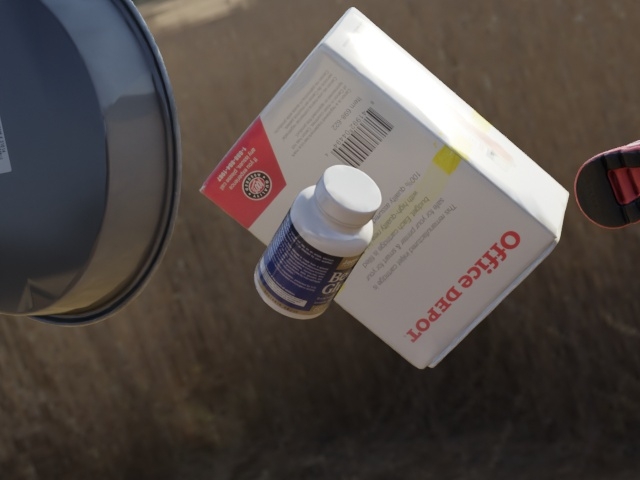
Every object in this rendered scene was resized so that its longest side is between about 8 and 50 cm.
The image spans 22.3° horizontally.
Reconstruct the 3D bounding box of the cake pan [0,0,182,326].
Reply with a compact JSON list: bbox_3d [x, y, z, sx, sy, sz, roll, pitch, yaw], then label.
[{"bbox_3d":[-0.224,-0.074,1.191,0.293,0.293,0.054,-11,4,40],"label":"cake pan"}]

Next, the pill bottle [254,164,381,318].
[{"bbox_3d":[0.000,0.000,1.763,0.094,0.094,0.169,-28,-23,-45],"label":"pill bottle"}]

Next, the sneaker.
[{"bbox_3d":[0.463,-0.108,1.958,0.313,0.116,0.136,-14,8,34],"label":"sneaker"}]

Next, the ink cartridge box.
[{"bbox_3d":[0.087,-0.063,2.108,0.279,0.384,0.160,-47,6,29],"label":"ink cartridge box"}]
